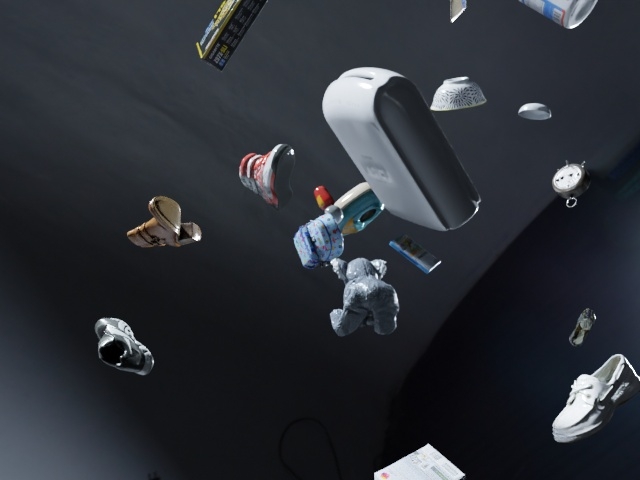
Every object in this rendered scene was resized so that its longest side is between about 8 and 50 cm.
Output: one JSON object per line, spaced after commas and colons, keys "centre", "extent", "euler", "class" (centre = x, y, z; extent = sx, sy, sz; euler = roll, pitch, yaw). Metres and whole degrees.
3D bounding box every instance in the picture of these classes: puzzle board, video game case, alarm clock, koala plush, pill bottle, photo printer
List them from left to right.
{"centre": [0.129, 0.138, 1.594], "extent": [0.196, 0.203, 0.221], "euler": [1, 46, -10], "class": "koala plush"}
{"centre": [0.132, -0.174, 0.991], "extent": [0.307, 0.107, 0.256], "euler": [53, -8, -23], "class": "photo printer"}
{"centre": [0.334, 0.045, 1.908], "extent": [0.166, 0.015, 0.119], "euler": [39, 32, 17], "class": "video game case"}
{"centre": [0.501, -0.877, 1.968], "extent": [0.011, 0.096, 0.128], "euler": [31, -19, 28], "class": "puzzle board"}
{"centre": [0.577, -0.642, 1.363], "extent": [0.221, 0.124, 0.124], "euler": [48, 25, 27], "class": "pill bottle"}
{"centre": [0.951, -0.211, 2.052], "extent": [0.064, 0.129, 0.192], "euler": [28, 59, -36], "class": "alarm clock"}

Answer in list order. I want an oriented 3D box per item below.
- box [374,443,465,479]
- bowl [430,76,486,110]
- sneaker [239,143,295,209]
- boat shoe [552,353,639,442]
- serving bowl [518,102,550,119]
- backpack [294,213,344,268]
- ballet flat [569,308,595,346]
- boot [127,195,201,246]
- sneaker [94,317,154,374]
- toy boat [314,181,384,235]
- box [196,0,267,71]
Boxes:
{"centre": [0.258, 0.621, 1.405], "extent": [0.186, 0.038, 0.145], "euler": [-15, 22, -27], "class": "box"}
{"centre": [0.426, -0.463, 1.686], "extent": [0.170, 0.080, 0.170], "euler": [-10, 20, 3], "class": "bowl"}
{"centre": [-0.147, -0.186, 1.399], "extent": [0.145, 0.090, 0.270], "euler": [36, -20, 11], "class": "sneaker"}
{"centre": [0.602, 0.345, 1.206], "extent": [0.277, 0.098, 0.096], "euler": [-26, 91, -29], "class": "boat shoe"}
{"centre": [0.583, -0.354, 1.465], "extent": [0.083, 0.027, 0.083], "euler": [10, 0, 0], "class": "serving bowl"}
{"centre": [0.000, 0.000, 1.776], "extent": [0.116, 0.173, 0.158], "euler": [-14, 77, -25], "class": "backpack"}
{"centre": [0.705, 0.238, 1.448], "extent": [0.041, 0.114, 0.041], "euler": [14, 23, -6], "class": "ballet flat"}
{"centre": [-0.573, -0.053, 1.866], "extent": [0.283, 0.220, 0.109], "euler": [47, 38, -66], "class": "boot"}
{"centre": [-0.536, 0.265, 1.399], "extent": [0.234, 0.078, 0.106], "euler": [31, 5, 34], "class": "sneaker"}
{"centre": [0.100, -0.104, 1.966], "extent": [0.318, 0.267, 0.148], "euler": [11, 44, -52], "class": "toy boat"}
{"centre": [-0.259, -0.697, 1.659], "extent": [0.079, 0.322, 0.257], "euler": [30, 17, -26], "class": "box"}
